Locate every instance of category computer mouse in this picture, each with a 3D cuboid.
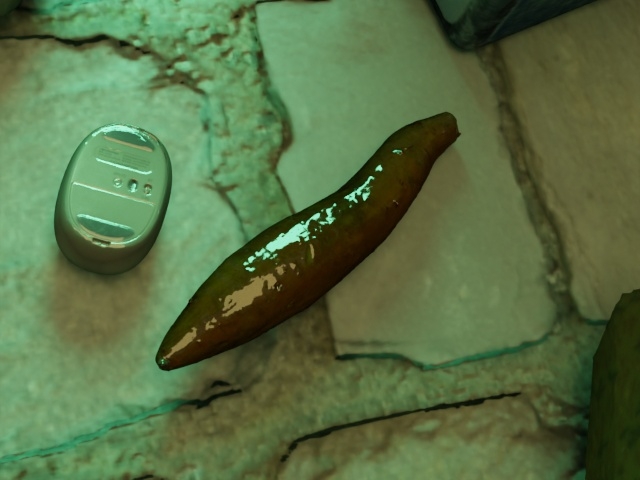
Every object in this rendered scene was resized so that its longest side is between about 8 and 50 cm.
[{"bbox_3d":[-0.127,-0.023,0.817,0.066,0.039,0.096,16,63,-9],"label":"computer mouse"}]

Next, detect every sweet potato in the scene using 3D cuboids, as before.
[{"bbox_3d":[0.001,0.001,0.834,0.264,0.057,0.057,-36,85,-24],"label":"sweet potato"}]

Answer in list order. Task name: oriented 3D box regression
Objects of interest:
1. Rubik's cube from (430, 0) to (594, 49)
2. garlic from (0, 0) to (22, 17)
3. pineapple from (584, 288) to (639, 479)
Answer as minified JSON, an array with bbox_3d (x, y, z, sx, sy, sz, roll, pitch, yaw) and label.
[{"bbox_3d":[0.188,-0.352,0.847,0.318,0.313,0.316,-23,80,-18],"label":"Rubik's cube"},{"bbox_3d":[-0.191,-0.213,0.784,0.127,0.194,0.131,34,63,-12],"label":"garlic"},{"bbox_3d":[0.333,0.141,0.805,0.362,0.202,0.202,17,70,-18],"label":"pineapple"}]
